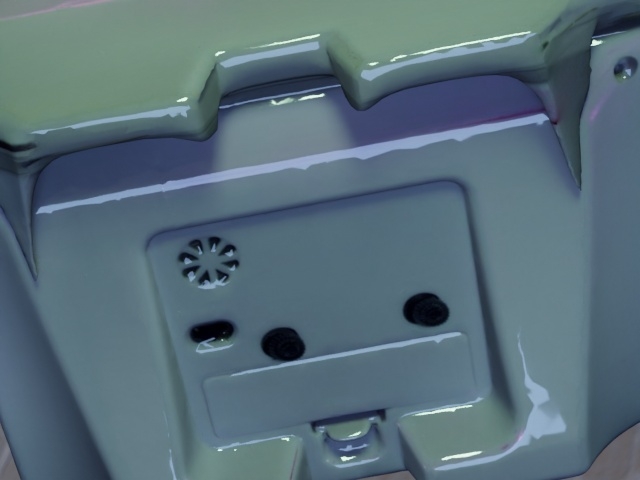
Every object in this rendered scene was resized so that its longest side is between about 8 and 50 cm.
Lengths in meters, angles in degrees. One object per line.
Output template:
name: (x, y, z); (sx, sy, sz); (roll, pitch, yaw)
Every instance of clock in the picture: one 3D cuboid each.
clock: (0.000, 0.000, 0.629); (0.253, 0.083, 0.186); (-11, 126, 2)
